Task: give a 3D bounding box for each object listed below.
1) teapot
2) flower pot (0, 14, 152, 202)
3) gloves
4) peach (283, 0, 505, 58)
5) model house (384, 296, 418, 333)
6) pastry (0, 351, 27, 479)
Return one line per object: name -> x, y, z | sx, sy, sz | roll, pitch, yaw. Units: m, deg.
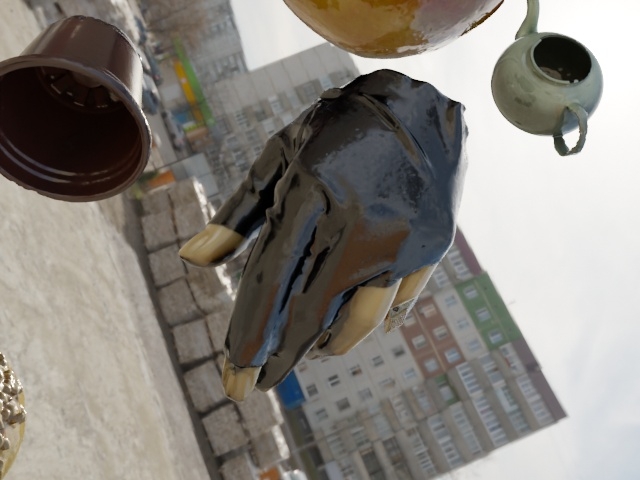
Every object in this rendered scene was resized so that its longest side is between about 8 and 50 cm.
teapot -> 0.399, -0.279, 1.119 | 0.129, 0.193, 0.295 | 98, -19, -65
flower pot -> -0.162, -0.095, 0.423 | 0.111, 0.111, 0.089 | 74, 8, -47
gloves -> 0.002, -0.006, 0.536 | 0.197, 0.301, 0.152 | 26, 0, 6
peach -> 0.076, -0.357, 0.704 | 0.307, 0.332, 0.308 | 2, -87, 45
model house -> 0.153, 0.144, 1.453 | 0.100, 0.100, 0.088 | 30, -24, 14
pastry -> -0.523, 0.203, 0.814 | 0.315, 0.184, 0.284 | 44, 28, -5
